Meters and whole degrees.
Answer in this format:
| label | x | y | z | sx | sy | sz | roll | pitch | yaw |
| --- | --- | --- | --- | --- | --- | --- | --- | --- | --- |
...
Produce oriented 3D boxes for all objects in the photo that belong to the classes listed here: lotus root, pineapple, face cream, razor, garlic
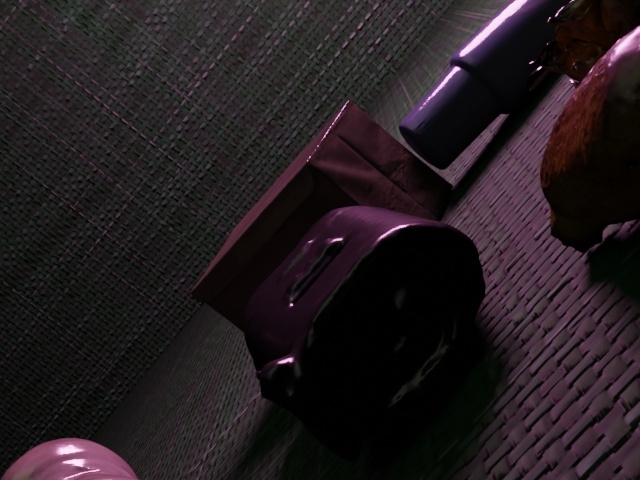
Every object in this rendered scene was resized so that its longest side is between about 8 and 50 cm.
| label | x | y | z | sx | sy | sz | roll | pitch | yaw |
| --- | --- | --- | --- | --- | --- | --- | --- | --- | --- |
| lotus root | 0.167 | -0.052 | 0.546 | 0.108 | 0.094 | 0.191 | -35 | -5 | -26 |
| pineapple | 0.218 | -0.146 | 0.603 | 0.221 | 0.047 | 0.221 | -28 | -13 | -7 |
| face cream | 0.236 | -0.235 | 1.075 | 0.385 | 0.086 | 0.135 | -47 | 7 | -2 |
| razor | 0.026 | 0.056 | 0.801 | 0.189 | 0.107 | 0.327 | -51 | 8 | -3 |
| garlic | -0.198 | 0.240 | 0.840 | 0.229 | 0.178 | 0.143 | -40 | 54 | 42 |

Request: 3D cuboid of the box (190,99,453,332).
| label | x | y | z | sx | sy | sz | roll | pitch | yaw |
| --- | --- | --- | --- | --- | --- | --- | --- | --- | --- |
| box | 0.000 | 0.000 | 1.080 | 0.231 | 0.149 | 0.155 | -46 | 9 | 36 |
